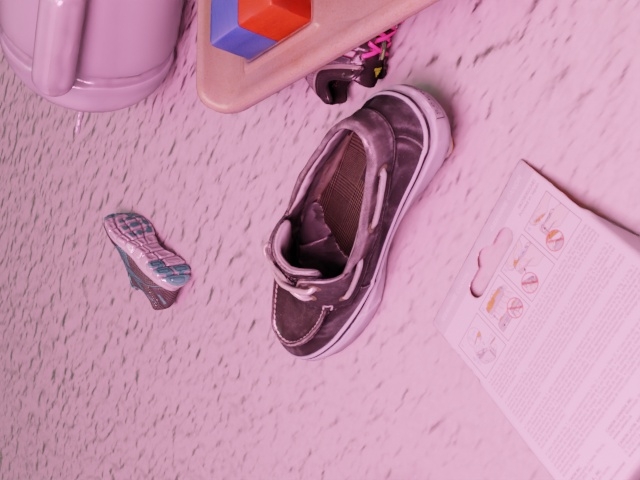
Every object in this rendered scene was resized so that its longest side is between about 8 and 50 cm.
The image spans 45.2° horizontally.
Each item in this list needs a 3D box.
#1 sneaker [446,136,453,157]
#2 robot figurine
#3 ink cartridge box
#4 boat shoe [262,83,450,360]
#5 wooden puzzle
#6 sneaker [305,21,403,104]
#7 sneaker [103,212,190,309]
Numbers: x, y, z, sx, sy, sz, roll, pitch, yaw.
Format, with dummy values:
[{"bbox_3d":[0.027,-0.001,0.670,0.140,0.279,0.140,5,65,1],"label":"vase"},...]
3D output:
[{"bbox_3d":[0.085,-0.104,0.701,0.083,0.037,0.032,50,124,24],"label":"sneaker"},{"bbox_3d":[-0.252,-0.288,0.855,0.200,0.299,0.353,18,136,-6],"label":"robot figurine"},{"bbox_3d":[0.206,0.072,0.619,0.232,0.066,0.189,58,133,48],"label":"ink cartridge box"},{"bbox_3d":[0.000,0.000,0.722,0.121,0.119,0.335,44,134,26],"label":"boat shoe"},{"bbox_3d":[-0.006,-0.313,0.675,0.348,0.081,0.322,-15,69,42],"label":"wooden puzzle"},{"bbox_3d":[0.045,-0.183,0.713,0.170,0.063,0.074,-32,81,39],"label":"sneaker"},{"bbox_3d":[-0.239,0.028,1.011,0.166,0.065,0.076,45,128,31],"label":"sneaker"}]
